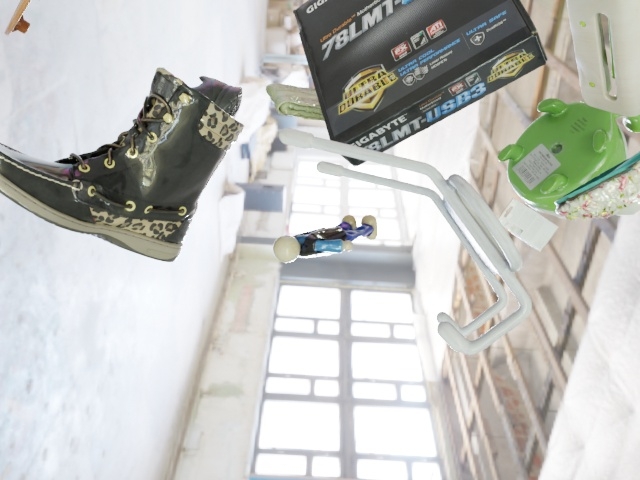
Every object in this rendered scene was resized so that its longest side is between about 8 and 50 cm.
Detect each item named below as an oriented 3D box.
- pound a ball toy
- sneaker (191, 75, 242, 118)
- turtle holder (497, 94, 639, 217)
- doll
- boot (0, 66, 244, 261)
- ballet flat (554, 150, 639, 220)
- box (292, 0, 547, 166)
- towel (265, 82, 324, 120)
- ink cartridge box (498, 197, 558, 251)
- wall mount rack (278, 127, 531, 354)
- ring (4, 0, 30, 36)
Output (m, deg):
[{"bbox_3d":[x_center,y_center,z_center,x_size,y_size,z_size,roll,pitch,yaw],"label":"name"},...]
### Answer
[{"bbox_3d":[0.533,-0.388,1.036,0.208,0.135,0.319,-53,141,-11],"label":"pound a ball toy"},{"bbox_3d":[-0.296,-0.275,1.435,0.286,0.130,0.109,-58,174,-38],"label":"sneaker"},{"bbox_3d":[0.593,-0.201,1.440,0.243,0.227,0.321,24,-95,51],"label":"turtle holder"},{"bbox_3d":[0.000,0.000,0.899,0.189,0.129,0.046,-18,105,-50],"label":"doll"},{"bbox_3d":[-0.310,-0.143,0.982,0.284,0.377,0.138,-56,-136,5],"label":"boot"},{"bbox_3d":[0.372,-0.078,0.663,0.077,0.241,0.091,56,14,7],"label":"ballet flat"},{"bbox_3d":[0.120,-0.295,0.882,0.073,0.295,0.294,31,38,-53],"label":"box"},{"bbox_3d":[-0.016,-0.239,1.078,0.110,0.148,0.027,-117,-144,-51],"label":"towel"},{"bbox_3d":[0.418,-0.035,1.271,0.063,0.115,0.029,-56,-173,10],"label":"ink cartridge box"},{"bbox_3d":[0.109,-0.022,0.730,0.304,0.130,0.350,55,6,9],"label":"wall mount rack"},{"bbox_3d":[-0.436,-0.484,1.042,0.336,0.032,0.337,-34,-139,36],"label":"ring"}]
